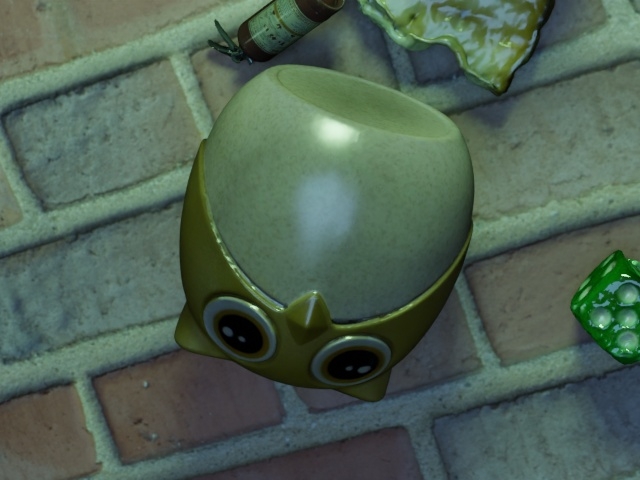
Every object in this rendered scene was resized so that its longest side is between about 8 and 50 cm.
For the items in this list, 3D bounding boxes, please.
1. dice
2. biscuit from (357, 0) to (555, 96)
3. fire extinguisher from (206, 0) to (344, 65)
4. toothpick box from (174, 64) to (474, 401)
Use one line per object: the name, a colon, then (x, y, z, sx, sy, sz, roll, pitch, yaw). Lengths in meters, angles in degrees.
dice: (0.450, 0.099, 1.900, 0.131, 0.128, 0.120, 42, 108, -2)
biscuit: (0.188, -0.363, 1.870, 0.329, 0.078, 0.335, -17, 100, 12)
fire extinguisher: (-0.075, -0.328, 1.909, 0.231, 0.071, 0.099, -27, 116, 40)
toothpick box: (0.000, 0.000, 1.819, 0.408, 0.409, 0.425, 20, 110, 6)
